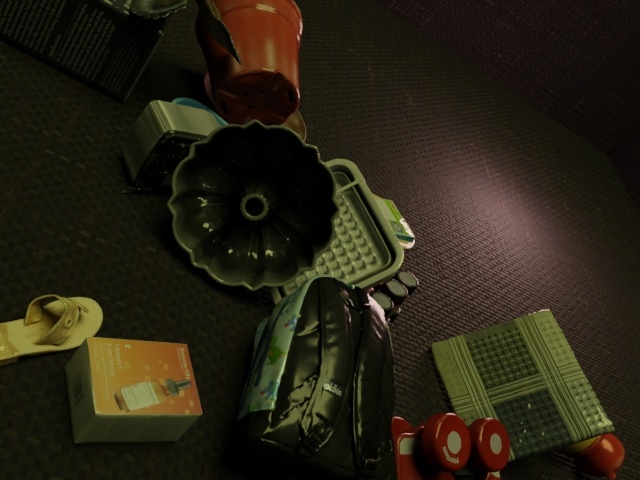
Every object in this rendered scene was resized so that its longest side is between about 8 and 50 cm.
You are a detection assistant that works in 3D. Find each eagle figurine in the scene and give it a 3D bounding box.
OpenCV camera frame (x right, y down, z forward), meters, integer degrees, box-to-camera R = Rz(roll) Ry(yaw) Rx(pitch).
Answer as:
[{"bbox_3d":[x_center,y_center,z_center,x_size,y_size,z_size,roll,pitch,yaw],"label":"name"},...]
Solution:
[{"bbox_3d":[-0.268,-0.533,1.561,0.226,0.225,0.299,3,72,10],"label":"eagle figurine"}]

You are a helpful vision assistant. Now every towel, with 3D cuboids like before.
[{"bbox_3d":[0.436,0.325,1.617,0.056,0.312,0.324,74,0,-51],"label":"towel"}]

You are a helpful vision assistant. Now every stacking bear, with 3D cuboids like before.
[{"bbox_3d":[0.593,0.440,1.711,0.289,0.164,0.175,44,33,-5],"label":"stacking bear"}]

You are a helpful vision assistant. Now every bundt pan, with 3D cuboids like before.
[{"bbox_3d":[-0.128,-0.074,1.431,0.330,0.331,0.124,36,8,-8],"label":"bundt pan"}]

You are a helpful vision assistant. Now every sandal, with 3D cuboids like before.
[{"bbox_3d":[-0.414,0.122,1.102,0.088,0.079,0.240,51,34,14],"label":"sandal"}]

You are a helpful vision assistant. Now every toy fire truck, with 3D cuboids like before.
[{"bbox_3d":[0.224,0.455,1.328,0.302,0.169,0.254,17,67,-39],"label":"toy fire truck"},{"bbox_3d":[0.074,0.077,1.609,0.246,0.159,0.217,37,32,15],"label":"toy fire truck"}]

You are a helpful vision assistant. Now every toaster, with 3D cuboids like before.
[{"bbox_3d":[-0.306,-0.183,1.484,0.185,0.168,0.110,2,47,-45],"label":"toaster"}]

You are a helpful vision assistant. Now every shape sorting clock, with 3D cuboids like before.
[{"bbox_3d":[0.168,-0.053,1.930,0.206,0.040,0.206,27,32,-19],"label":"shape sorting clock"}]

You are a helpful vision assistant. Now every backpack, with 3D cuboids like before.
[{"bbox_3d":[-0.001,0.233,1.270,0.290,0.273,0.356,25,61,-23],"label":"backpack"}]

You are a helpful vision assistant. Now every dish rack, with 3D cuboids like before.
[{"bbox_3d":[0.000,0.000,1.545,0.072,0.285,0.333,70,-5,-55],"label":"dish rack"}]

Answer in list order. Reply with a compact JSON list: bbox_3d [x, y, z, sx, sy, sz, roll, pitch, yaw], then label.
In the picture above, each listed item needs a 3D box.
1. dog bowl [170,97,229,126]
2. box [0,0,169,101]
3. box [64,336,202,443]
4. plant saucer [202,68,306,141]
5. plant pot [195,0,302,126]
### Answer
[{"bbox_3d":[-0.246,-0.213,1.662,0.297,0.074,0.166,40,33,-4],"label":"dog bowl"},{"bbox_3d":[-0.547,-0.546,1.607,0.395,0.212,0.294,27,36,-22],"label":"box"},{"bbox_3d":[-0.285,0.229,1.102,0.170,0.091,0.130,10,44,-38],"label":"box"},{"bbox_3d":[-0.178,-0.337,1.894,0.310,0.050,0.311,27,37,-22],"label":"plant saucer"},{"bbox_3d":[-0.164,-0.428,1.757,0.272,0.272,0.265,17,48,-32],"label":"plant pot"}]
